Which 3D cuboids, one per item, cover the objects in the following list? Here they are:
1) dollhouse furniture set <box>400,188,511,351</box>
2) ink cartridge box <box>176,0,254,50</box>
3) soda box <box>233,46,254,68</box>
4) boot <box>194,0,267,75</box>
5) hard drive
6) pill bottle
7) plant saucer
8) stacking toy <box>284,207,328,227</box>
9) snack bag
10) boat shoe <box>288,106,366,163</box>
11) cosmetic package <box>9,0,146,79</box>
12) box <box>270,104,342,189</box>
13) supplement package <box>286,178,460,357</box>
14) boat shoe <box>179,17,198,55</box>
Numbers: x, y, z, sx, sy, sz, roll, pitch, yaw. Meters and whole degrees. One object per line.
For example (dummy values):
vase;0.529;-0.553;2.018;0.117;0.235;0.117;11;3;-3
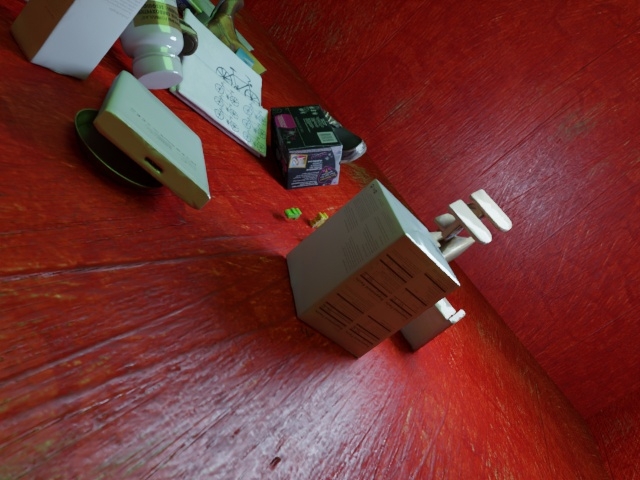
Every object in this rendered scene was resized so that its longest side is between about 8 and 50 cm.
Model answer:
dollhouse furniture set;0.348;0.099;1.452;0.394;0.362;0.256;-23;69;-43
ink cartridge box;-0.426;-0.848;1.968;0.324;0.071;0.330;46;16;-11
soda box;-0.280;-0.553;1.647;0.071;0.067;0.210;41;32;-25
boot;-0.290;-0.719;1.800;0.280;0.096;0.264;47;52;-11
hard drive;-0.289;-0.188;0.891;0.203;0.040;0.307;43;9;-31
pill bottle;-0.368;-0.456;1.086;0.131;0.131;0.229;-7;86;-70
plant saucer;-0.326;-0.141;0.815;0.168;0.029;0.168;44;19;-19
stacking toy;0.000;0.000;1.291;0.167;0.052;0.221;53;20;17
snack bag;-0.264;-0.435;1.395;0.323;0.037;0.343;33;42;-42
boat shoe;-0.007;-0.358;1.676;0.355;0.132;0.130;24;-31;35
cosmetic package;-0.389;-0.389;0.833;0.085;0.231;0.117;54;17;13
box;-0.048;-0.279;1.487;0.163;0.142;0.247;-7;44;-14
supplement package;0.098;0.060;1.035;0.198;0.262;0.199;39;21;-33
boat shoe;-0.424;-0.532;1.215;0.257;0.095;0.095;19;41;-32
